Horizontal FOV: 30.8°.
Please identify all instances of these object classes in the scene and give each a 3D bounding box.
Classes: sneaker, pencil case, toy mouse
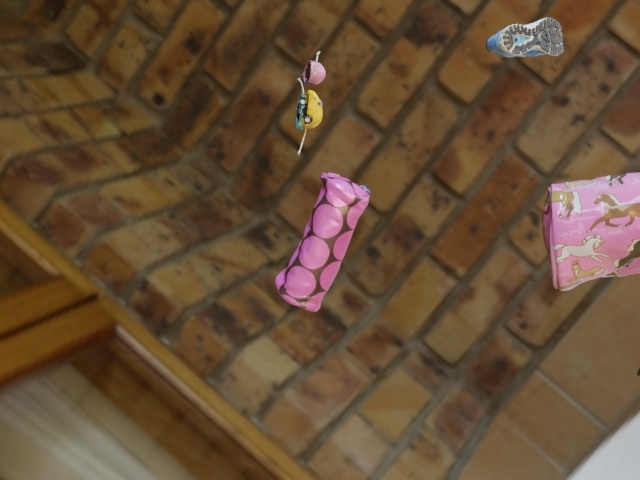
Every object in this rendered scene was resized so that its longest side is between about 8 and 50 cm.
[{"bbox_3d":[0.344,-0.339,1.957,0.162,0.063,0.073,-6,2,-36],"label":"sneaker"},{"bbox_3d":[0.514,-0.025,1.657,0.386,0.160,0.167,-8,-5,12],"label":"pencil case"},{"bbox_3d":[-0.016,-0.234,1.863,0.143,0.031,0.161,-107,26,-65],"label":"toy mouse"},{"bbox_3d":[0.000,0.000,1.793,0.095,0.098,0.209,16,-74,-37],"label":"pencil case"}]

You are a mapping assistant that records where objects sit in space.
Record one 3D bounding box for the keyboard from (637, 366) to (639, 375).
[{"bbox_3d":[0.252,0.025,0.766,0.108,0.023,0.180,-50,-22,-38],"label":"keyboard"}]
